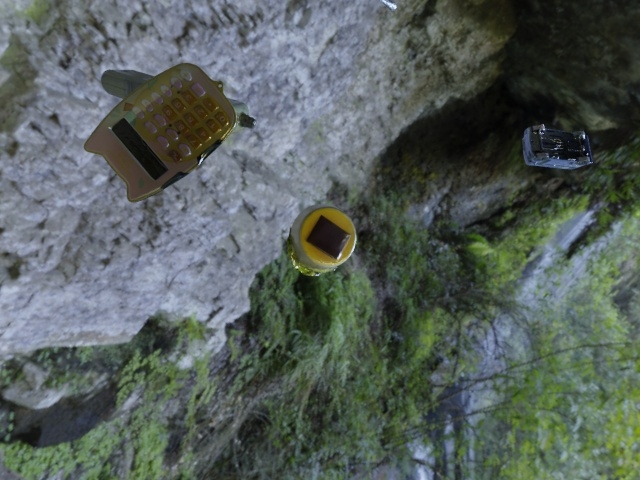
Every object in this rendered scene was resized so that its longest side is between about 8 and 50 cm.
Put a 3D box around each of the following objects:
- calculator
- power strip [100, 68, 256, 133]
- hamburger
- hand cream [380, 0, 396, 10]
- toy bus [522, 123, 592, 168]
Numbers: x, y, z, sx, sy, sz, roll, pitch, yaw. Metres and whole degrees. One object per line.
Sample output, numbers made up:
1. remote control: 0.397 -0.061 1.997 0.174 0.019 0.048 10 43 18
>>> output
1. calculator: -0.247 -0.177 0.807 0.157 0.237 0.033 51 -2 0
2. power strip: -0.301 -0.299 1.082 0.388 0.066 0.092 21 28 20
3. hamburger: 0.000 0.000 0.946 0.127 0.141 0.081 16 -6 -19
4. hand cream: 0.129 -0.498 1.043 0.093 0.019 0.030 -2 45 -48
5. toy bus: 0.497 -0.194 1.078 0.168 0.073 0.076 3 -13 -20
